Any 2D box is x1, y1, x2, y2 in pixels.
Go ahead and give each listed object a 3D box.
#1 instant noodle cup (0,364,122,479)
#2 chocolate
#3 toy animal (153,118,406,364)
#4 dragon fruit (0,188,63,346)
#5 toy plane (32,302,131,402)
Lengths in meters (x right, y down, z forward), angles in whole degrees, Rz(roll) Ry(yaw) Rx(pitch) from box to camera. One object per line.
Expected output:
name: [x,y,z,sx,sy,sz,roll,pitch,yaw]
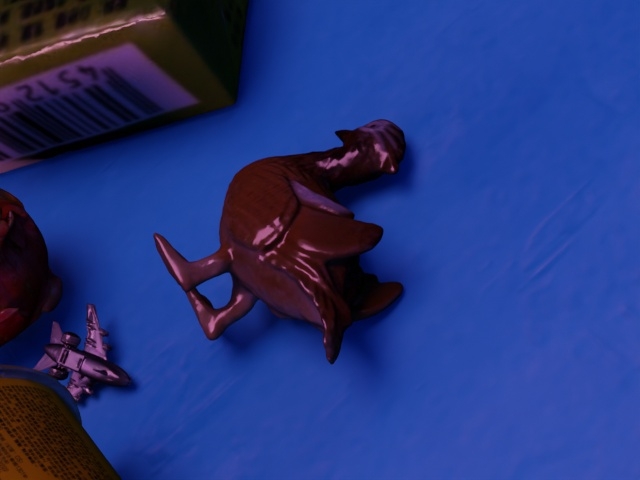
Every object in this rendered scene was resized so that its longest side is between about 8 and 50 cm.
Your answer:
instant noodle cup: [-0.167,0.182,0.699,0.144,0.182,0.182,37,81,35]
chocolate: [-0.196,-0.206,1.018,0.301,0.137,0.289,-12,53,22]
toy animal: [0.000,0.000,0.789,0.179,0.089,0.188,-31,42,-9]
dragon fruit: [-0.244,0.021,0.884,0.166,0.133,0.136,-38,27,53]
toy plane: [-0.158,0.082,0.857,0.083,0.031,0.078,16,83,41]
